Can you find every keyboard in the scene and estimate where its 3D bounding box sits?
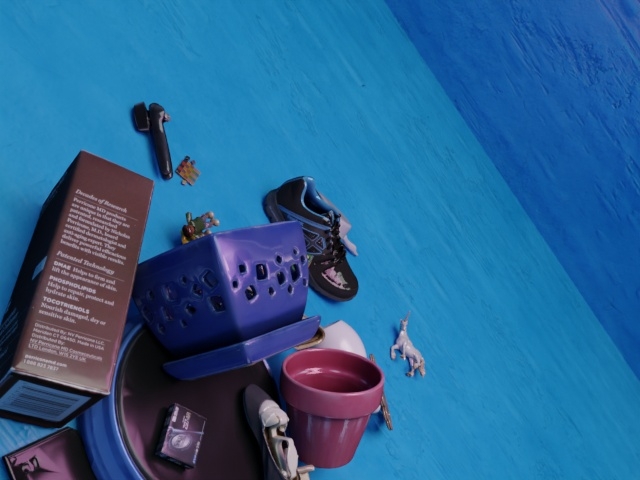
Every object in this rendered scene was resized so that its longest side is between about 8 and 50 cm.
[{"bbox_3d":[-0.368,0.440,0.833,0.202,0.033,0.317,-14,75,-59],"label":"keyboard"}]

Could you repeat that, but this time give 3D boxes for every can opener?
[{"bbox_3d":[-0.351,-0.218,1.306,0.059,0.073,0.186,76,-4,-79],"label":"can opener"}]

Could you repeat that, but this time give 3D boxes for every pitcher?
[{"bbox_3d":[0.060,0.284,1.324,0.126,0.178,0.207,-23,85,-21],"label":"pitcher"}]

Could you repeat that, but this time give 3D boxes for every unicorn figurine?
[{"bbox_3d":[0.235,0.291,1.624,0.161,0.060,0.111,62,33,-24],"label":"unicorn figurine"}]

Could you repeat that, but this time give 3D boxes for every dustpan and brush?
[{"bbox_3d":[0.050,-0.035,1.621,0.211,0.060,0.147,40,11,-29],"label":"dustpan and brush"}]

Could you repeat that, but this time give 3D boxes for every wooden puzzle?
[{"bbox_3d":[-0.298,-0.154,1.350,0.049,0.006,0.083,43,39,-21],"label":"wooden puzzle"}]

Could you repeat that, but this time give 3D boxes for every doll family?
[{"bbox_3d":[-0.239,0.035,1.233,0.193,0.076,0.111,59,32,-5],"label":"doll family"}]

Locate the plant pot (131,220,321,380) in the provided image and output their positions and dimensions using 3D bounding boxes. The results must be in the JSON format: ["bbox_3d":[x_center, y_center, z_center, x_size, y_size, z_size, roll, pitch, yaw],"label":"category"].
[{"bbox_3d":[-0.151,0.104,1.018,0.236,0.236,0.212,-11,81,-55],"label":"plant pot"}]

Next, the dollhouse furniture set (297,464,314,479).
[{"bbox_3d":[0.060,0.500,1.144,0.242,0.212,0.160,-4,67,-21],"label":"dollhouse furniture set"}]

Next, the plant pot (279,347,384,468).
[{"bbox_3d":[0.014,0.334,1.179,0.201,0.201,0.180,-10,112,-52],"label":"plant pot"}]

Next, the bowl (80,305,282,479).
[{"bbox_3d":[-0.220,0.295,1.053,0.391,0.077,0.391,32,42,-35],"label":"bowl"}]

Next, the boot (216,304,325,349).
[{"bbox_3d":[-0.104,0.156,1.233,0.213,0.077,0.165,17,11,-45],"label":"boot"}]

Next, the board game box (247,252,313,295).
[{"bbox_3d":[-0.108,0.065,1.295,0.136,0.030,0.259,21,23,5],"label":"board game box"}]

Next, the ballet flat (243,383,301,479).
[{"bbox_3d":[-0.080,0.347,1.064,0.074,0.074,0.203,5,61,-48],"label":"ballet flat"}]

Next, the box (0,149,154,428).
[{"bbox_3d":[-0.386,0.070,0.931,0.143,0.191,0.381,26,47,-30],"label":"box"}]

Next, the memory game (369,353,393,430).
[{"bbox_3d":[0.143,0.358,1.419,0.186,0.012,0.186,-16,90,-86],"label":"memory game"}]

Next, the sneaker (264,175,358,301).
[{"bbox_3d":[0.000,0.000,1.478,0.340,0.140,0.125,55,36,-6],"label":"sneaker"}]

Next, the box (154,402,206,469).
[{"bbox_3d":[-0.220,0.311,0.953,0.067,0.018,0.083,39,39,-29],"label":"box"}]
